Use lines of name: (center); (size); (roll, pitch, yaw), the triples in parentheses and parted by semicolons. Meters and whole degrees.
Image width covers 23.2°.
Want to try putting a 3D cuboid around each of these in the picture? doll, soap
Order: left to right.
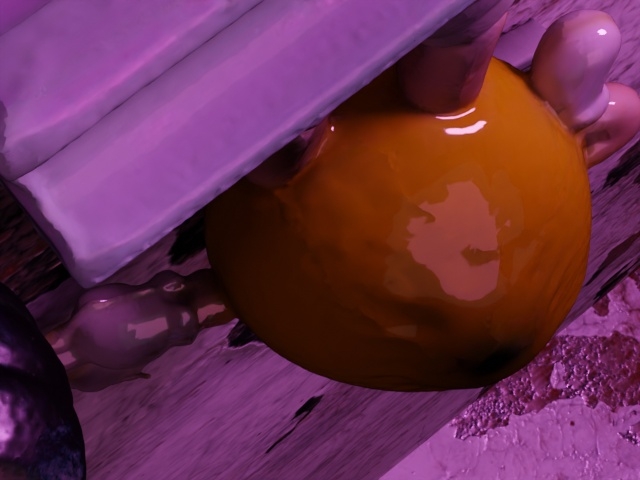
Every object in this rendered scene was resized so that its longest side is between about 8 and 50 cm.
soap: (-0.020, -0.114, 0.442); (0.230, 0.145, 0.091); (-37, 149, -8)
doll: (0.015, -0.022, 0.804); (0.348, 0.161, 0.423); (-8, 148, -24)

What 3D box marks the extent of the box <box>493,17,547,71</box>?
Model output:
box: (0.073, -0.073, 1.026); (0.177, 0.036, 0.115); (-30, 160, -37)

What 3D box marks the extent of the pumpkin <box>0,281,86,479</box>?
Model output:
pumpkin: (-0.173, 0.096, 0.613); (0.194, 0.194, 0.150); (-42, 129, 3)
